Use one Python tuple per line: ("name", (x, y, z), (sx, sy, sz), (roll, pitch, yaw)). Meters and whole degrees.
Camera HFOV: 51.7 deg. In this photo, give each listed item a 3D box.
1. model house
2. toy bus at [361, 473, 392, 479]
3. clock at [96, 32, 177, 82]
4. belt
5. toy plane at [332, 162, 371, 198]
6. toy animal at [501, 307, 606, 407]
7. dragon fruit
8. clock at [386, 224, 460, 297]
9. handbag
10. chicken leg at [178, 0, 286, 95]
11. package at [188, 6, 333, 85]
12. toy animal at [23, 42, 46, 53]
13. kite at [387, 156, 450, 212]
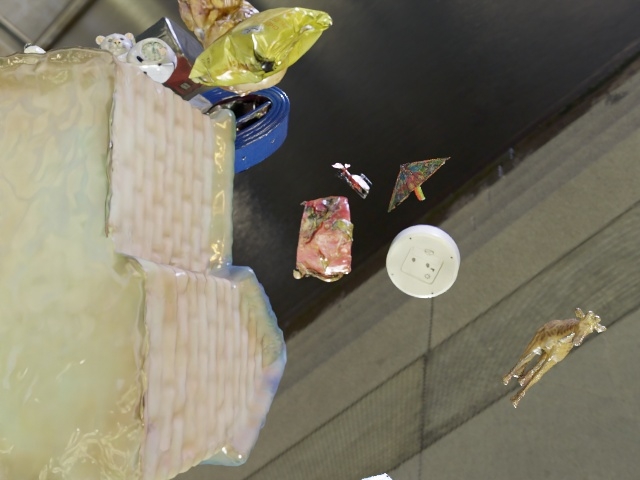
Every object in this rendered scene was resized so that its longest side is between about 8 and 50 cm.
("model house", (-0.270, 0.049, 0.819), (0.395, 0.400, 0.446), (-5, 83, 21))
("toy bus", (0.139, 0.608, 1.636), (0.046, 0.083, 0.038), (52, 135, 46))
("clock", (-0.421, -0.426, 1.516), (0.080, 0.176, 0.117), (118, 144, -68))
("belt", (-0.245, -0.296, 1.755), (0.346, 0.117, 0.212), (-28, 69, -19))
("toy plane", (0.091, -0.167, 1.828), (0.145, 0.060, 0.037), (49, 132, 23))
("toy animal", (0.359, 0.162, 1.016), (0.149, 0.054, 0.275), (-40, -15, -36))
("dragon fruit", (0.000, 0.000, 1.645), (0.282, 0.147, 0.211), (116, 150, -80))
("clock", (0.329, 0.067, 2.121), (0.230, 0.230, 0.083), (-35, 9, 23))
("handbag", (-0.426, -0.490, 1.859), (0.181, 0.181, 0.254), (-28, -10, 13))
("chicken leg", (-0.223, -0.454, 1.503), (0.182, 0.295, 0.409), (-45, 15, -14))
("package", (-0.100, -0.300, 1.033), (0.226, 0.090, 0.168), (2, 37, 49))
("toy animal", (-0.585, -0.311, 1.533), (0.289, 0.249, 0.174), (-94, 25, -43))
("kite", (0.277, -0.182, 1.939), (0.241, 0.014, 0.183), (-38, 40, 20))
